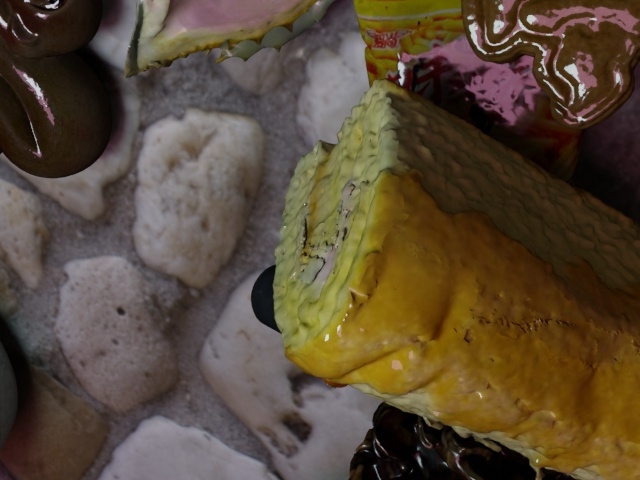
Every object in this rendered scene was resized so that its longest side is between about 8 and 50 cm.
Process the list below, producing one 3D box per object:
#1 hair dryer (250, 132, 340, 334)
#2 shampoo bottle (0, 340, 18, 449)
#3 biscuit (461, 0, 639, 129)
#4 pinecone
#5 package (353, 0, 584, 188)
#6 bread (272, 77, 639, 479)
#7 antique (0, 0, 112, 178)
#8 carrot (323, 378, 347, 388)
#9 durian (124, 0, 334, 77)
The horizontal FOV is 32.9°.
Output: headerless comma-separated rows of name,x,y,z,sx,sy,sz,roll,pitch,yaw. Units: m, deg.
hair dryer,0.000,0.000,1.068,0.124,0.072,0.219,25,112,45
shampoo bottle,-0.545,0.203,1.309,0.323,0.317,0.322,19,127,28
biscuit,0.195,-0.228,0.800,0.209,0.041,0.290,0,93,16
pinecone,0.143,0.218,1.012,0.244,0.243,0.257,7,137,23
package,0.127,-0.114,0.920,0.224,0.108,0.288,4,111,8
bread,0.155,0.061,0.816,0.376,0.236,0.165,25,131,-23
antique,-0.279,-0.176,1.083,0.144,0.121,0.256,17,123,9
carrot,0.057,0.060,1.093,0.043,0.043,0.247,32,124,8
durian,-0.056,-0.276,0.906,0.196,0.185,0.305,5,115,-6
